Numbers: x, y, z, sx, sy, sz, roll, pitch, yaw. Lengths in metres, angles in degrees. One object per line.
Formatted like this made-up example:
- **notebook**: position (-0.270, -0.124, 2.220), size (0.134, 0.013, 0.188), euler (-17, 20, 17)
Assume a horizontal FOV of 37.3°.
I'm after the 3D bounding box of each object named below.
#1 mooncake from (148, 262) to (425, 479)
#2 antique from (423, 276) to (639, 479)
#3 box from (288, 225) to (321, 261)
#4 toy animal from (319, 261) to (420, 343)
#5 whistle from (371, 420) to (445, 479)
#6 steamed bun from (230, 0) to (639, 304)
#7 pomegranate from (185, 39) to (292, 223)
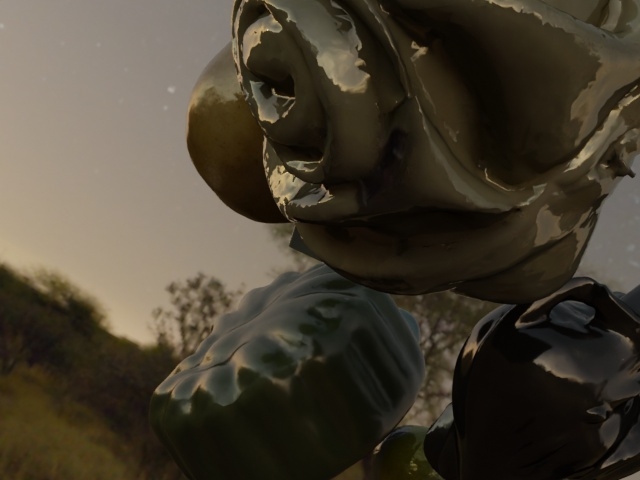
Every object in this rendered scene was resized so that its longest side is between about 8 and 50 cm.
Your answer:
- **mooncake**: position (-0.043, 0.171, 1.217), size (0.187, 0.351, 0.351), euler (62, -22, -12)
- **antique**: position (0.239, 0.176, 0.948), size (0.185, 0.255, 0.322), euler (34, -43, 53)
- **box**: position (0.000, 0.000, 1.864), size (0.122, 0.069, 0.084), euler (25, 8, 23)
- **toy animal**: position (0.033, 0.167, 1.650), size (0.229, 0.210, 0.221), euler (14, 15, 30)
- **whistle**: position (0.105, 0.328, 1.252), size (0.123, 0.223, 0.123), euler (19, 20, -7)
- **steamed bun**: position (0.067, -0.123, 0.724), size (0.342, 0.255, 0.368), euler (45, -47, 28)
- **pomegranate**: position (-0.047, -0.134, 1.111), size (0.233, 0.233, 0.233), euler (27, -13, 6)
